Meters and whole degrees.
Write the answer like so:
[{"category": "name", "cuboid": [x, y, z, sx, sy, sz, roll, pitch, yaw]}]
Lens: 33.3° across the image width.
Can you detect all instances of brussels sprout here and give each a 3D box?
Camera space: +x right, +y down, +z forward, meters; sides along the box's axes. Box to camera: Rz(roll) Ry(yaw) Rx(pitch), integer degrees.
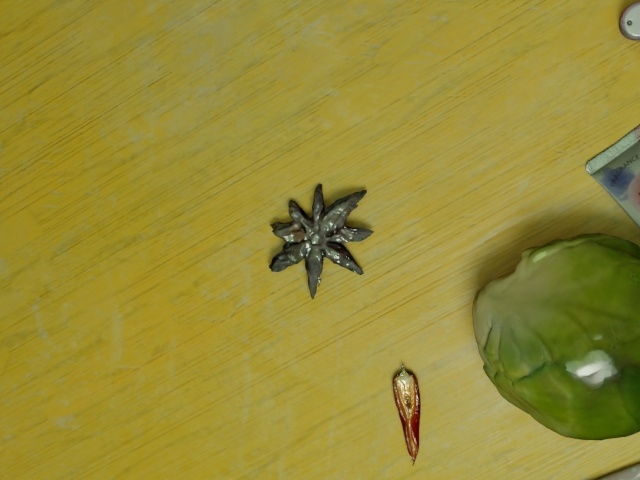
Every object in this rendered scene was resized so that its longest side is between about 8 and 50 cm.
[{"category": "brussels sprout", "cuboid": [0.412, 0.153, 1.664, 0.344, 0.268, 0.344, -5, 75, 20]}]

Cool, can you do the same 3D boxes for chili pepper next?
[{"category": "chili pepper", "cuboid": [0.153, 0.297, 1.826, 0.045, 0.027, 0.178, -8, 94, 14]}]

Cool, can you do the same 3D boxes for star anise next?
[{"category": "star anise", "cuboid": [0.000, 0.000, 1.805, 0.204, 0.061, 0.181, -20, 92, 10]}]

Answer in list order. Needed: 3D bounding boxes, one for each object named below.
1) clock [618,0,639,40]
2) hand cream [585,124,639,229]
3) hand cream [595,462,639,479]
[{"category": "clock", "cuboid": [0.610, -0.356, 1.658, 0.248, 0.090, 0.227, -41, 88, 12]}, {"category": "hand cream", "cuboid": [0.568, -0.023, 1.687, 0.124, 0.078, 0.341, -37, 74, 10]}, {"category": "hand cream", "cuboid": [0.478, 0.424, 1.776, 0.331, 0.058, 0.085, -20, 75, 6]}]
